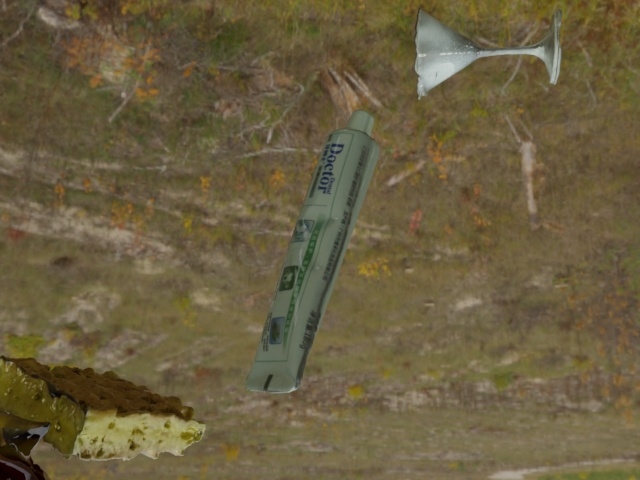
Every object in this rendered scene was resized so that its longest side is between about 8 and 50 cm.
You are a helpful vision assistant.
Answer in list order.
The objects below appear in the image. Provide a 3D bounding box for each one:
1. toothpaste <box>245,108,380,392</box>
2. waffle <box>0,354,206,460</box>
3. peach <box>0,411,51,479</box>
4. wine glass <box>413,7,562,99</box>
[{"bbox_3d":[0.000,0.000,0.432,0.041,0.218,0.064,31,155,-28],"label":"toothpaste"},{"bbox_3d":[-0.228,0.184,0.683,0.161,0.055,0.211,15,172,32],"label":"waffle"},{"bbox_3d":[-0.364,0.303,0.449,0.406,0.309,0.335,-2,-176,18],"label":"peach"},{"bbox_3d":[0.278,-0.317,1.051,0.233,0.156,0.156,1,157,14],"label":"wine glass"}]
